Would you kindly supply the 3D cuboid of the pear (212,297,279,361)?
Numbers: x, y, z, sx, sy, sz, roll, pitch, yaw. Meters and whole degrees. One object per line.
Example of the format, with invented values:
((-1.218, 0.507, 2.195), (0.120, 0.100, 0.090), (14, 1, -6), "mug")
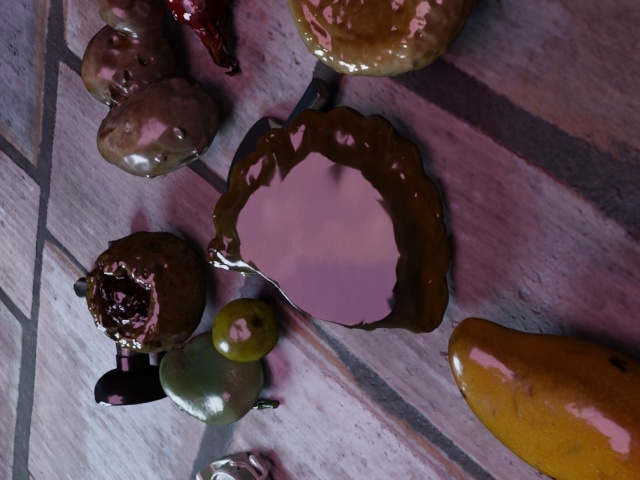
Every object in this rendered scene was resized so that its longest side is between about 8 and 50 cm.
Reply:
((-0.123, 0.149, 1.181), (0.107, 0.107, 0.131), (59, 140, 9), "pear")

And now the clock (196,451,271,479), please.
((-0.146, 0.478, 1.350), (0.191, 0.062, 0.151), (-36, 80, 44), "clock")

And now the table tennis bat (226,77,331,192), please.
((-0.071, -0.121, 1.051), (0.301, 0.022, 0.173), (-50, 49, 41), "table tennis bat")

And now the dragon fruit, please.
((-0.168, -0.334, 1.058), (0.094, 0.094, 0.190), (-19, 100, 45), "dragon fruit")

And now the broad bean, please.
((-0.198, 0.249, 1.284), (0.228, 0.100, 0.169), (-28, 71, 39), "broad bean")

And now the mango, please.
((0.281, 0.186, 0.806), (0.295, 0.120, 0.177), (32, 132, 33), "mango")

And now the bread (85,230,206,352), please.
((-0.315, 0.094, 1.276), (0.230, 0.123, 0.229), (0, 91, 17), "bread")

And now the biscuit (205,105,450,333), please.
((0.000, 0.000, 0.946), (0.335, 0.078, 0.329), (-20, 95, 20), "biscuit")

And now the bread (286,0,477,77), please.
((0.071, -0.304, 0.809), (0.245, 0.134, 0.244), (14, 113, 36), "bread")

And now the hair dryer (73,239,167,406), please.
((-0.412, 0.166, 1.489), (0.284, 0.156, 0.320), (164, 99, -65), "hair dryer")

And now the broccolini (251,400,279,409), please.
((-0.125, 0.304, 1.292), (0.140, 0.030, 0.035), (-14, 131, 38), "broccolini")

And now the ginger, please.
((-0.291, -0.249, 1.148), (0.245, 0.155, 0.303), (-23, 90, 47), "ginger")
